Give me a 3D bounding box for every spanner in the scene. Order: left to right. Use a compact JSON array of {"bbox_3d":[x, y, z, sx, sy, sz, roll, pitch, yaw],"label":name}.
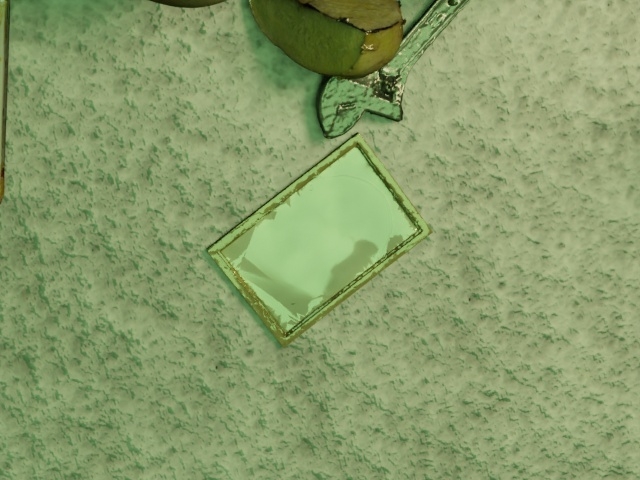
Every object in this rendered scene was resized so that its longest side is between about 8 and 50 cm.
[{"bbox_3d":[0.114,-0.226,1.770,0.093,0.026,0.325,41,91,-14],"label":"spanner"}]

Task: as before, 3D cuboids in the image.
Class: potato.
[{"bbox_3d":[0.010,-0.209,1.727,0.100,0.172,0.089,-26,132,-44],"label":"potato"}]

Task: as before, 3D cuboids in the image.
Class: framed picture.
[{"bbox_3d":[0.000,0.000,1.803,0.201,0.010,0.136,-38,105,0],"label":"framed picture"}]

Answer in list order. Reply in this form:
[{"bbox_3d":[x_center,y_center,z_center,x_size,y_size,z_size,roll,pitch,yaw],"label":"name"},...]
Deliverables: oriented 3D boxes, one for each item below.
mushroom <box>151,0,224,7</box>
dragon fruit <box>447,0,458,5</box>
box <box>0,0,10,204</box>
[{"bbox_3d":[-0.112,-0.374,1.606,0.290,0.292,0.293,-35,107,-31],"label":"mushroom"},{"bbox_3d":[0.150,-0.382,1.663,0.268,0.130,0.295,-17,115,30],"label":"dragon fruit"},{"bbox_3d":[-0.337,-0.140,1.703,0.049,0.041,0.207,2,101,-7],"label":"box"}]
